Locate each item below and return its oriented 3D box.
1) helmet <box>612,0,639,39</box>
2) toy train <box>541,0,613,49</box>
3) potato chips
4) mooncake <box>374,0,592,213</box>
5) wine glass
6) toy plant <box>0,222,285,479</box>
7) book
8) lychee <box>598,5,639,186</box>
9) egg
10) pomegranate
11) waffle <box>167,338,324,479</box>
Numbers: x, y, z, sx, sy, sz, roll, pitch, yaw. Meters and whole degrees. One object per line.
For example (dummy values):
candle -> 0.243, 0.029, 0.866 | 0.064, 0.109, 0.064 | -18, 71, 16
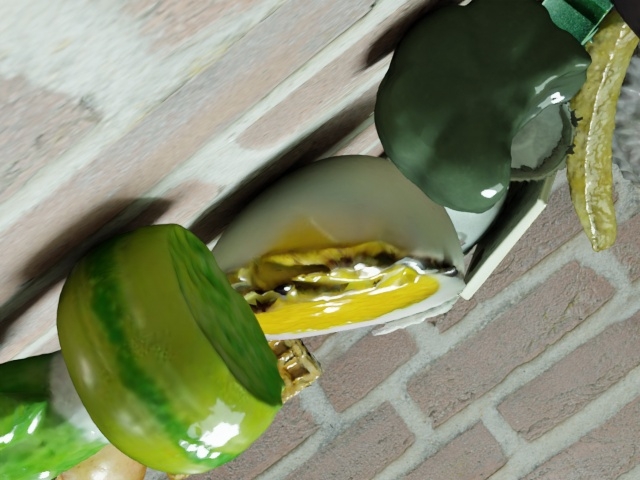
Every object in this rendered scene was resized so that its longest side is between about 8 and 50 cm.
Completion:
helmet -> 0.303, -0.243, 0.753 | 0.225, 0.177, 0.305 | -43, 168, 6
toy train -> 0.284, -0.247, 1.194 | 0.132, 0.083, 0.200 | -52, 177, 27
potato chips -> 0.370, -0.144, 1.386 | 0.057, 0.080, 0.407 | -33, 139, -25
mooncake -> 0.130, -0.110, 0.828 | 0.168, 0.175, 0.104 | 6, 173, -8
wine glass -> 0.194, -0.098, 1.425 | 0.190, 0.190, 0.357 | -35, 172, -26
toy plant -> -0.202, 0.130, 0.777 | 0.316, 0.184, 0.224 | -30, 165, 10
book -> 0.294, -0.076, 1.521 | 0.217, 0.021, 0.310 | -58, -178, 43
lychee -> 0.553, -0.239, 1.472 | 0.380, 0.380, 0.432 | -39, -162, 27
egg -> -0.001, 0.002, 1.062 | 0.286, 0.174, 0.264 | -4, 161, -30
pomegranate -> -0.366, 0.338, 1.630 | 0.191, 0.191, 0.191 | -37, 176, -3
waffle -> -0.174, 0.227, 1.731 | 0.308, 0.213, 0.091 | -36, 173, -2
